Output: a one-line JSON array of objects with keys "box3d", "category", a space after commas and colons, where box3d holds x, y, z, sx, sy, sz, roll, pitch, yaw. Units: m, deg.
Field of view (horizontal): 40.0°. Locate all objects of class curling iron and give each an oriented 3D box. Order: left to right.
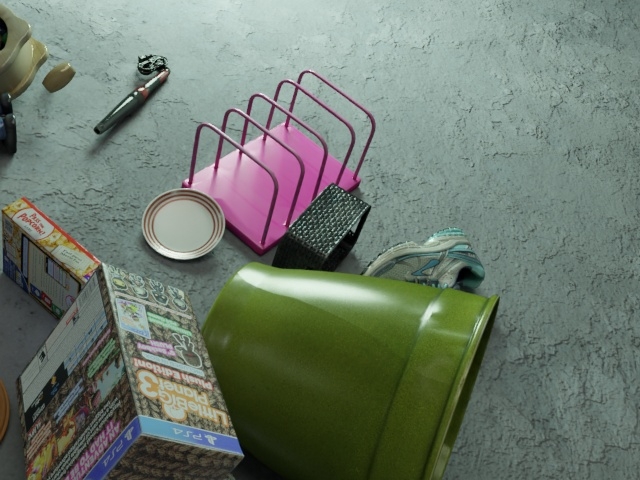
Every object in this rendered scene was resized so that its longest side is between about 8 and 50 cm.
[{"box3d": [-0.366, -0.280, 1.698, 0.068, 0.035, 0.274, 19, 45, 4], "category": "curling iron"}]

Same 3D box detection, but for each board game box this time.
[{"box3d": [-0.396, 0.048, 1.315, 0.193, 0.146, 0.045, 38, 49, 15], "category": "board game box"}, {"box3d": [-0.250, 0.218, 1.095, 0.141, 0.232, 0.291, 23, 26, -37], "category": "board game box"}]

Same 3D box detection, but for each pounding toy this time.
[{"box3d": [-0.583, -0.323, 1.640, 0.269, 0.155, 0.154, 38, 77, 28], "category": "pounding toy"}]

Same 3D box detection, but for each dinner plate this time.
[{"box3d": [-0.235, -0.027, 1.511, 0.141, 0.017, 0.141, 3, 59, -6], "category": "dinner plate"}]

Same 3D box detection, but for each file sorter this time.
[{"box3d": [-0.067, -0.158, 1.586, 0.202, 0.182, 0.291, 39, 49, 17], "category": "file sorter"}]

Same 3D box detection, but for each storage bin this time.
[{"box3d": [0.000, 0.000, 1.508, 0.084, 0.122, 0.180, 31, 47, 10], "category": "storage bin"}]

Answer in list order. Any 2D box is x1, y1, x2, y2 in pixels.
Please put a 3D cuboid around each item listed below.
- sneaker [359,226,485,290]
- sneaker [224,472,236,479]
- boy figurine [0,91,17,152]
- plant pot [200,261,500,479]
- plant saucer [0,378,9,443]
[{"box3d": [0.177, 0.066, 1.521, 0.283, 0.110, 0.122, -21, 62, -32], "category": "sneaker"}, {"box3d": [-0.143, 0.330, 1.190, 0.237, 0.085, 0.086, 32, 52, 9], "category": "sneaker"}, {"box3d": [-0.660, -0.186, 1.476, 0.285, 0.092, 0.177, -9, 53, -25], "category": "boy figurine"}, {"box3d": [0.020, 0.193, 1.218, 0.353, 0.366, 0.366, 19, 45, 14], "category": "plant pot"}, {"box3d": [-0.517, 0.223, 1.171, 0.200, 0.037, 0.200, 15, 48, -18], "category": "plant saucer"}]
